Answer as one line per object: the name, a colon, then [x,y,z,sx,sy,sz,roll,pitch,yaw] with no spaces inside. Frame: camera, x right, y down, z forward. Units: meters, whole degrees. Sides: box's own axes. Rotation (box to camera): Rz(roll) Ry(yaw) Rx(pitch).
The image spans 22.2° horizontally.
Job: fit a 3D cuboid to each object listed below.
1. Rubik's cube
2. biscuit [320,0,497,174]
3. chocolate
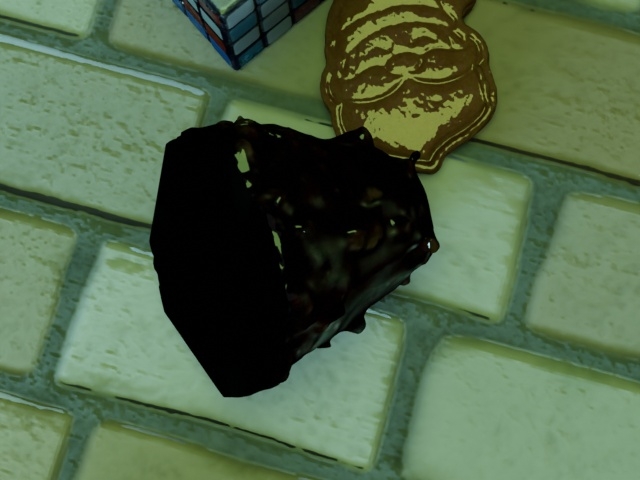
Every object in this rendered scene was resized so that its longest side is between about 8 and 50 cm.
Rubik's cube: [-0.046,-0.170,0.930,0.092,0.092,0.092,-40,78,-6]
biscuit: [0.050,-0.101,0.947,0.102,0.019,0.130,-3,77,3]
chocolate: [0.000,0.000,0.887,0.133,0.156,0.156,-12,75,-28]
